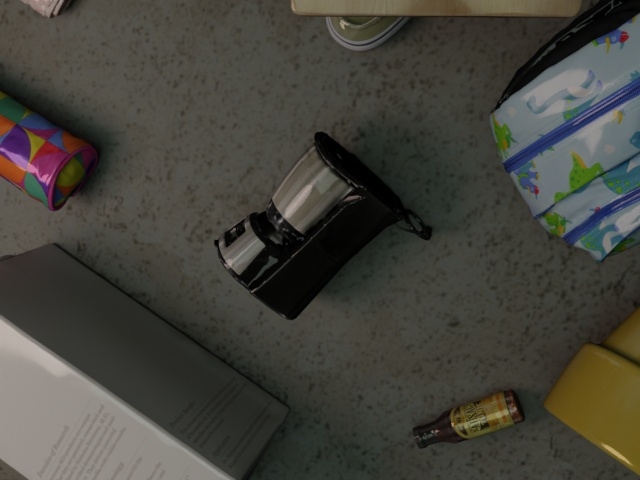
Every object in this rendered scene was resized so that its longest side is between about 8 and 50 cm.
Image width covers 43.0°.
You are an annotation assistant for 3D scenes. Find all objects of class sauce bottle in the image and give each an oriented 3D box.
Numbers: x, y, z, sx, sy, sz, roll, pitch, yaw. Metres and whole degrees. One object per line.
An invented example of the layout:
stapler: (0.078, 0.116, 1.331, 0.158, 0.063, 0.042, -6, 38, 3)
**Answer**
sauce bottle: (0.170, 0.211, 0.940, 0.128, 0.042, 0.042, -24, 94, 15)

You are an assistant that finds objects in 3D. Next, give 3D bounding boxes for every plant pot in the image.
plant pot: (0.387, 0.135, 0.782, 0.254, 0.254, 0.239, 33, 91, 6)

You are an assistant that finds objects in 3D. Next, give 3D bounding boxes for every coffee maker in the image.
coffee maker: (0.000, 0.000, 0.901, 0.171, 0.120, 0.178, 44, 107, 2)

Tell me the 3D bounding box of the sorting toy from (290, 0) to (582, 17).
sorting toy: (0.106, -0.333, 0.734, 0.255, 0.089, 0.257, 2, 102, 6)

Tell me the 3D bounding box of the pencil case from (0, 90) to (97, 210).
pencil case: (-0.389, -0.129, 0.984, 0.236, 0.104, 0.104, 31, 105, 8)

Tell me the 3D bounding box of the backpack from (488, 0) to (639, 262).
backpack: (0.326, -0.139, 0.723, 0.356, 0.290, 0.273, -16, 98, 24)

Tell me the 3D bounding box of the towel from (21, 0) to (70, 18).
towel: (-0.351, -0.474, 0.900, 0.332, 0.053, 0.317, 37, 105, -9)

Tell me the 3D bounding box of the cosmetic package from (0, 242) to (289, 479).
cosmetic package: (-0.252, 0.180, 0.946, 0.385, 0.217, 0.156, 33, 105, 7)

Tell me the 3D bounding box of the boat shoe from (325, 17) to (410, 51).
boat shoe: (0.090, -0.337, 0.831, 0.109, 0.094, 0.302, 31, 105, 6)
